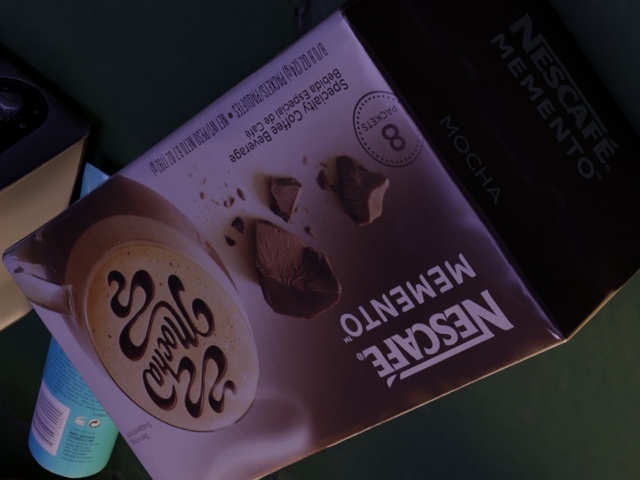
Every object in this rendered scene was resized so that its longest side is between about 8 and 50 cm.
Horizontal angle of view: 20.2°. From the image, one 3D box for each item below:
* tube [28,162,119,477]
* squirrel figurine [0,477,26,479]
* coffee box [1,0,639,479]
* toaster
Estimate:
[{"bbox_3d":[-0.130,0.054,1.072,0.080,0.052,0.207,28,127,8],"label":"tube"},{"bbox_3d":[-0.261,0.346,1.164,0.370,0.397,0.281,23,176,2],"label":"squirrel figurine"},{"bbox_3d":[0.000,0.000,0.862,0.297,0.119,0.168,-29,96,46],"label":"coffee box"},{"bbox_3d":[-0.238,-0.032,1.059,0.168,0.110,0.185,38,136,16],"label":"toaster"}]
